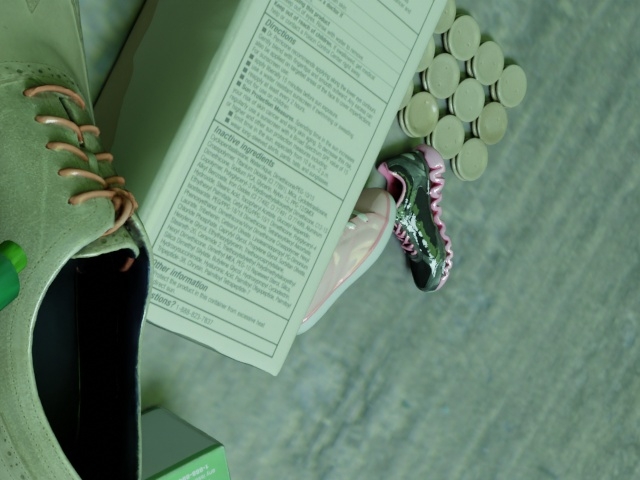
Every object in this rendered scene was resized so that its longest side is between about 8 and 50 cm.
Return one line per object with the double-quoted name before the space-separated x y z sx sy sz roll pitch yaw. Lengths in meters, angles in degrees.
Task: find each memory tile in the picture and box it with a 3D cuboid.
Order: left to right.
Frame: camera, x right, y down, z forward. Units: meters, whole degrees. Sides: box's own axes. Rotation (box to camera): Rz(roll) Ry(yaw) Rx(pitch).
"memory tile" 0.107 -0.124 0.872 0.148 0.012 0.113 36 77 -39

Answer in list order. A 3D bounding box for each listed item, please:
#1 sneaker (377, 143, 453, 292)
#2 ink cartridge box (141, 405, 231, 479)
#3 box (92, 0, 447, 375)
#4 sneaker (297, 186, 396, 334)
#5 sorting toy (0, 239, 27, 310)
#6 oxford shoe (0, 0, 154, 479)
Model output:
"sneaker" 0.070 -0.015 0.851 0.057 0.047 0.119 -13 101 -30
"ink cartridge box" -0.129 0.244 0.713 0.154 0.093 0.212 -22 115 -34
"box" -0.044 -0.090 0.685 0.148 0.121 0.311 32 80 -39
"sneaker" 0.000 0.000 0.787 0.134 0.051 0.070 -50 131 -14
"sorting toy" -0.269 -0.057 0.434 0.126 0.366 0.127 -49 171 -49
"oxford shoe" -0.133 -0.032 0.533 0.123 0.130 0.348 -7 94 -55
